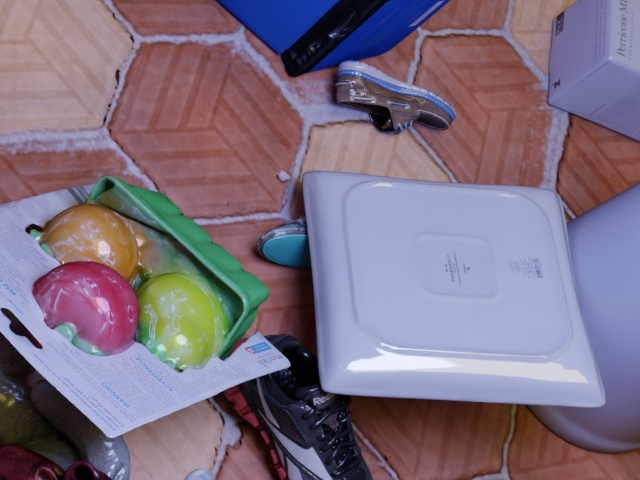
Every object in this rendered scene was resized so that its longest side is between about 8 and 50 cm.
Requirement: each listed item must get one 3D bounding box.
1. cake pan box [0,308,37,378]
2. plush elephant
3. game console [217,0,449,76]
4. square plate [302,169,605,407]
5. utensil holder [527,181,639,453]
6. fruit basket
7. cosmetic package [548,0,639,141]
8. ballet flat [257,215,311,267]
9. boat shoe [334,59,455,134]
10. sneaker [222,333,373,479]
[{"bbox_3d":[-0.459,0.074,1.754,0.267,0.070,0.245,-24,81,-35],"label":"cake pan box"},{"bbox_3d":[-0.256,0.290,1.648,0.330,0.255,0.272,30,81,-27],"label":"plush elephant"},{"bbox_3d":[0.033,-0.348,2.080,0.250,0.293,0.173,-18,80,-35],"label":"game console"},{"bbox_3d":[0.159,0.043,1.981,0.344,0.049,0.347,4,49,-11],"label":"square plate"},{"bbox_3d":[0.467,0.074,2.107,0.328,0.385,0.327,12,66,-27],"label":"utensil holder"},{"bbox_3d":[-0.234,0.071,1.757,0.327,0.165,0.353,41,31,17],"label":"fruit basket"},{"bbox_3d":[0.448,-0.261,2.376,0.184,0.151,0.151,19,61,-23],"label":"cosmetic package"},{"bbox_3d":[0.000,0.000,2.068,0.188,0.070,0.070,10,66,-29],"label":"ballet flat"},{"bbox_3d":[0.096,-0.177,2.194,0.183,0.066,0.066,21,75,-21],"label":"boat shoe"},{"bbox_3d":[-0.007,0.222,1.917,0.097,0.135,0.276,-35,91,-41],"label":"sneaker"}]
